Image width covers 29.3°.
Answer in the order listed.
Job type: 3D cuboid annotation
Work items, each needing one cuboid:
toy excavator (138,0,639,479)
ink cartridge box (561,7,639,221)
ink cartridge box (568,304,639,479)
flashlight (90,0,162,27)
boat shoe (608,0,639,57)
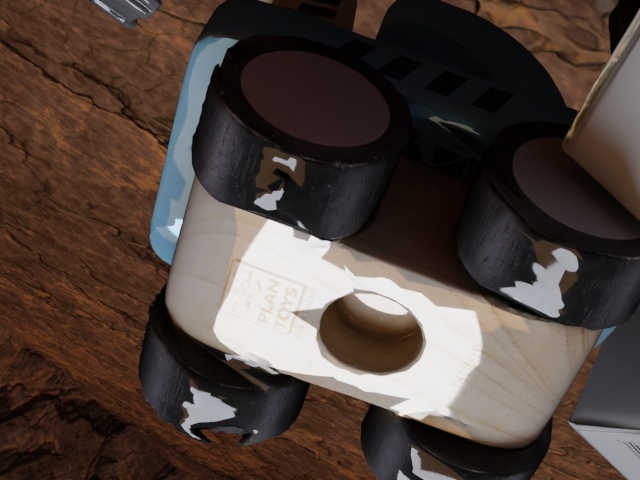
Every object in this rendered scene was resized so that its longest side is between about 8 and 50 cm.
[{"bbox_3d":[0.001,-0.094,0.806,0.432,0.445,0.222,20,128,1],"label":"toy excavator"},{"bbox_3d":[0.294,-0.051,0.616,0.211,0.289,0.122,48,132,26],"label":"ink cartridge box"},{"bbox_3d":[0.347,0.070,0.862,0.130,0.309,0.272,-2,143,50],"label":"ink cartridge box"},{"bbox_3d":[-0.250,-0.304,1.013,0.304,0.103,0.103,34,-170,-25],"label":"flashlight"},{"bbox_3d":[0.227,-0.051,0.763,0.110,0.307,0.104,15,130,-15],"label":"boat shoe"}]
